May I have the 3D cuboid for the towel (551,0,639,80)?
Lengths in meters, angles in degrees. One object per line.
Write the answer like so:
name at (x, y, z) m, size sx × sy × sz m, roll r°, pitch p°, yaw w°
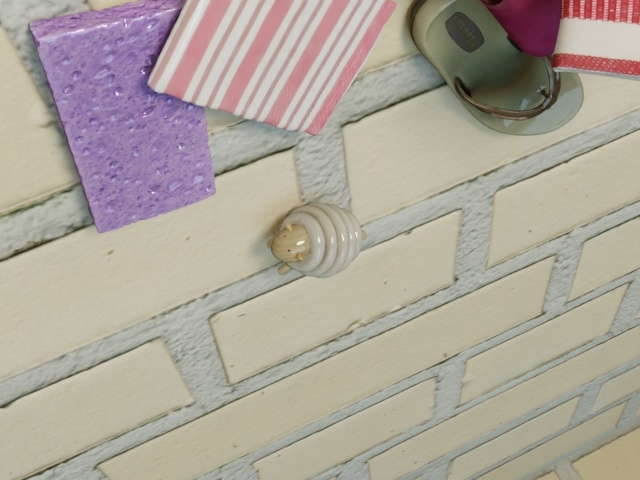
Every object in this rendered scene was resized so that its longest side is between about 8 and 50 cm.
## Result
towel at (0.299, -0.262, 0.504) m, size 0.037 × 0.237 × 0.329 m, roll 2°, pitch 100°, yaw -63°

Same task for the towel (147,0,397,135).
towel at (-0.035, -0.165, 0.635) m, size 0.197 × 0.029 × 0.144 m, roll 8°, pitch 123°, yaw -47°

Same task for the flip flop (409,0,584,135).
flip flop at (0.190, -0.167, 0.777) m, size 0.112 × 0.080 × 0.277 m, roll -44°, pitch 143°, yaw 17°

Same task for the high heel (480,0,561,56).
high heel at (0.072, -0.242, 0.579) m, size 0.181 × 0.127 × 0.377 m, roll -34°, pitch 135°, yaw 6°

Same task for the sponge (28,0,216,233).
sponge at (-0.155, -0.100, 0.649) m, size 0.117 × 0.031 × 0.210 m, roll -20°, pitch 142°, yaw -17°

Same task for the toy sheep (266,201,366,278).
toy sheep at (0.000, 0.000, 0.840) m, size 0.132 × 0.091 × 0.091 m, roll -14°, pitch 143°, yaw -45°
